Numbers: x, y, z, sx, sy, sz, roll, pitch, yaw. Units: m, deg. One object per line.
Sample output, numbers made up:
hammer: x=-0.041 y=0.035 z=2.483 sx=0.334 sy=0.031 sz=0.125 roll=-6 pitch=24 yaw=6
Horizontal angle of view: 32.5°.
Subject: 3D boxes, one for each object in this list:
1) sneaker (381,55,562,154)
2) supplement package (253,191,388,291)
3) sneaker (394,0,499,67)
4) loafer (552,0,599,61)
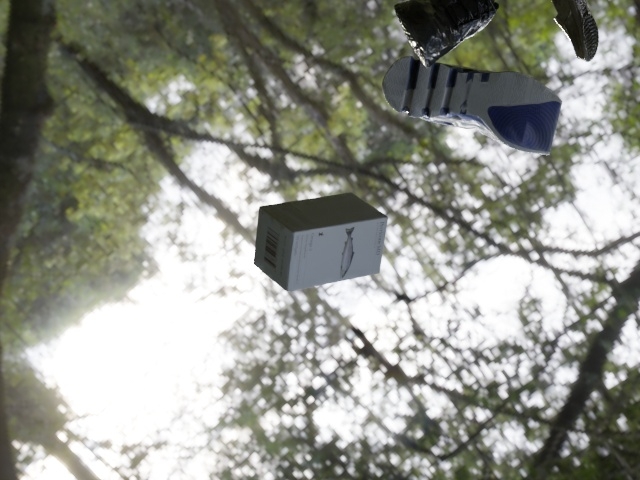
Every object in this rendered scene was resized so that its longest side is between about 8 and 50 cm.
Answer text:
sneaker: x=0.260 y=-0.253 z=1.931 sx=0.182 sy=0.315 sz=0.128 roll=-87 pitch=-167 yaw=-79
supplement package: x=0.000 y=0.000 z=1.715 sx=0.179 sy=0.105 sz=0.105 roll=-10 pitch=-151 yaw=-33
sneaker: x=0.198 y=-0.345 z=1.669 sx=0.130 sy=0.109 sz=0.286 roll=-26 pitch=-170 yaw=23
loafer: x=0.421 y=-0.367 z=1.825 sx=0.050 sy=0.148 sz=0.056 roll=-3 pitch=-159 yaw=45
